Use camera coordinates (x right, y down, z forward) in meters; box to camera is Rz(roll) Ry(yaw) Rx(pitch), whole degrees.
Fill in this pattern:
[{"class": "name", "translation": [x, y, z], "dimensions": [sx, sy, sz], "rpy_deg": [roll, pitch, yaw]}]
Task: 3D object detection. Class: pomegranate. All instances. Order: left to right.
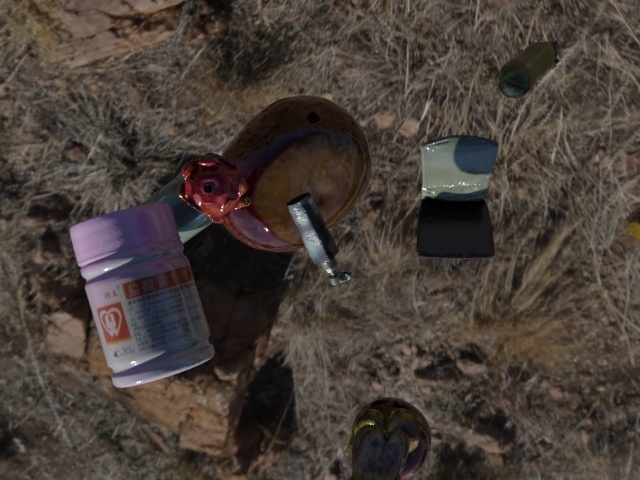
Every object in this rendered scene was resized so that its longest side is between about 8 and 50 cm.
[{"class": "pomegranate", "translation": [0.055, 0.338, 0.836], "dimensions": [0.202, 0.247, 0.202], "rpy_deg": [13, 159, 5]}]

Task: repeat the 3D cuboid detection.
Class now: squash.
[{"class": "squash", "translation": [0.291, -0.241, 0.999], "dimensions": [0.052, 0.183, 0.052], "rpy_deg": [19, 128, 27]}]

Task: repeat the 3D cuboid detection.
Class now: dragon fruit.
[{"class": "dragon fruit", "translation": [-0.175, -0.086, 1.208], "dimensions": [0.112, 0.068, 0.126], "rpy_deg": [-36, 114, -14]}]

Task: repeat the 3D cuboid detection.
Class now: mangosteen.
[{"class": "mangosteen", "translation": [0.109, 0.347, 1.275], "dimensions": [0.181, 0.146, 0.156], "rpy_deg": [22, 105, -41]}]

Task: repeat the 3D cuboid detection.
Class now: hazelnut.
[{"class": "hazelnut", "translation": [-0.071, -0.160, 1.760], "dimensions": [0.409, 0.359, 0.359], "rpy_deg": [-40, 109, 1]}]

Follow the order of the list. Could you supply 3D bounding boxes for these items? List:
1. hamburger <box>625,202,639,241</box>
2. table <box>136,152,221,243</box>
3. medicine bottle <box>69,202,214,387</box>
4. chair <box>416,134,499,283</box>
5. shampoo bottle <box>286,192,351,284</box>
[{"class": "hamburger", "translation": [0.640, -0.044, 1.218], "dimensions": [0.211, 0.309, 0.132], "rpy_deg": [-6, 101, 5]}, {"class": "table", "translation": [-0.282, -0.075, 1.524], "dimensions": [0.220, 0.126, 0.126], "rpy_deg": [-32, 111, 24]}, {"class": "medicine bottle", "translation": [-0.339, 0.101, 1.374], "dimensions": [0.202, 0.202, 0.315], "rpy_deg": [-17, 90, 21]}, {"class": "chair", "translation": [0.278, -0.050, 1.478], "dimensions": [0.160, 0.186, 0.319], "rpy_deg": [3, 153, 5]}, {"class": "shampoo bottle", "translation": [-0.001, 0.001, 1.515], "dimensions": [0.064, 0.057, 0.207], "rpy_deg": [-11, 115, 39]}]
